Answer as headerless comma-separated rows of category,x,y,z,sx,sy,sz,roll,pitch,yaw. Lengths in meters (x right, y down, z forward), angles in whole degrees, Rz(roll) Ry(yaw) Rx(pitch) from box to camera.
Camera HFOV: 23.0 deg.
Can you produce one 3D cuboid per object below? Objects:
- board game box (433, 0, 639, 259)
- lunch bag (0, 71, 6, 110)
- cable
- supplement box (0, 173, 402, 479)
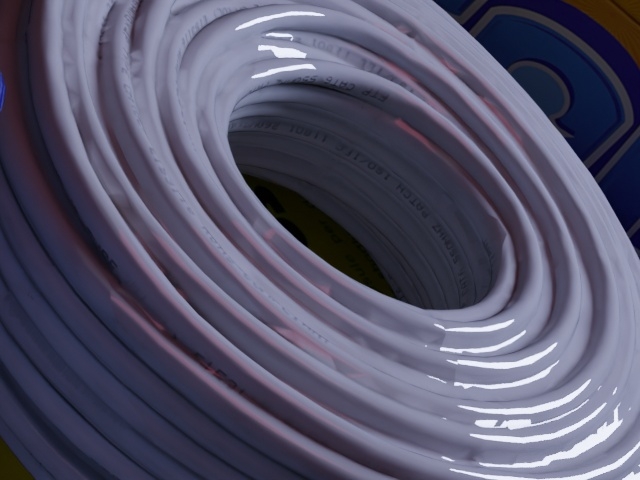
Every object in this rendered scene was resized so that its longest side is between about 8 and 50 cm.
board game box,0.191,-0.193,0.871,0.356,0.356,0.356,39,34,-7
lunch bag,-0.275,0.082,0.221,0.385,0.239,0.328,20,52,-32
cable,0.000,0.000,0.498,0.257,0.089,0.257,24,38,-23
supplement box,-0.028,0.083,0.632,0.356,0.194,0.195,-14,62,-51
